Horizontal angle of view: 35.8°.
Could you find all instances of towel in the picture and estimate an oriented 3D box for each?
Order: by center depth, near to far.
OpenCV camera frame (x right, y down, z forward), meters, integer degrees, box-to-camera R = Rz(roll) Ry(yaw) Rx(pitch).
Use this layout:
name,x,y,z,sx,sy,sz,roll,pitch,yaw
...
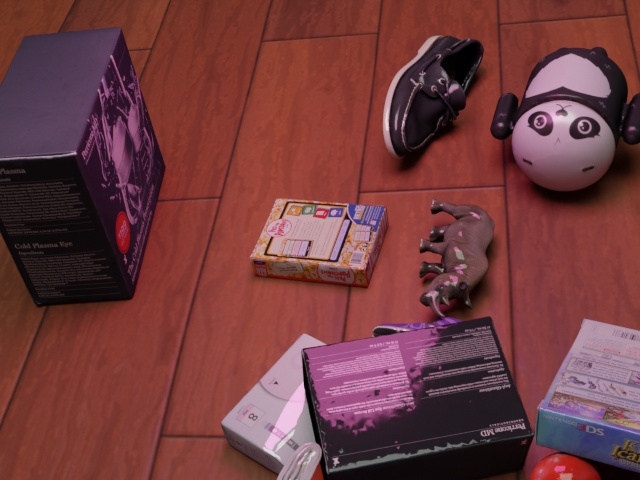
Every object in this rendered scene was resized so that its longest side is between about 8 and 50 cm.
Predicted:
name,x,y,z,sx,sy,sz,roll,pitch,yaw
towel,-0.081,0.359,1.102,0.034,0.285,0.209,28,52,3

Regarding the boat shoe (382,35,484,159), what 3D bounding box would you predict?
name,x,y,z,sx,sy,sz,roll,pitch,yaw
boat shoe,0.213,-0.265,1.784,0.113,0.127,0.340,0,34,29

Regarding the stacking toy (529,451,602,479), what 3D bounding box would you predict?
name,x,y,z,sx,sy,sz,roll,pitch,yaw
stacking toy,0.377,0.350,1.124,0.141,0.141,0.330,-36,41,-23

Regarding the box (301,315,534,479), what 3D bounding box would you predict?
name,x,y,z,sx,sy,sz,roll,pitch,yaw
box,0.119,0.219,1.287,0.261,0.103,0.184,-9,49,-6

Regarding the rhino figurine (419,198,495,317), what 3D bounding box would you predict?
name,x,y,z,sx,sy,sz,roll,pitch,yaw
rhino figurine,0.205,0.028,1.513,0.106,0.073,0.243,4,41,16

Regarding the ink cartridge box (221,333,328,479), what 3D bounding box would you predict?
name,x,y,z,sx,sy,sz,roll,pitch,yaw
ink cartridge box,0.010,0.247,1.353,0.232,0.066,0.189,21,52,35

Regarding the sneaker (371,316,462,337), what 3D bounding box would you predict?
name,x,y,z,sx,sy,sz,roll,pitch,yaw
sneaker,0.159,0.143,1.432,0.169,0.068,0.071,4,30,5

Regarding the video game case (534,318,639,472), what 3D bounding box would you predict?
name,x,y,z,sx,sy,sz,roll,pitch,yaw
video game case,0.432,0.205,1.240,0.269,0.061,0.244,12,27,24

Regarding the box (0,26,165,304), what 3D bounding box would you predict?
name,x,y,z,sx,sy,sz,roll,pitch,yaw
box,-0.402,-0.125,1.641,0.178,0.313,0.343,-4,44,8

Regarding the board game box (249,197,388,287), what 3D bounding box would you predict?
name,x,y,z,sx,sy,sz,roll,pitch,yaw
board game box,0.000,0.000,1.614,0.193,0.045,0.147,6,47,18

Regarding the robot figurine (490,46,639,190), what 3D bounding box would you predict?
name,x,y,z,sx,sy,sz,roll,pitch,yaw
robot figurine,0.414,-0.209,1.642,0.209,0.173,0.278,-35,22,46
